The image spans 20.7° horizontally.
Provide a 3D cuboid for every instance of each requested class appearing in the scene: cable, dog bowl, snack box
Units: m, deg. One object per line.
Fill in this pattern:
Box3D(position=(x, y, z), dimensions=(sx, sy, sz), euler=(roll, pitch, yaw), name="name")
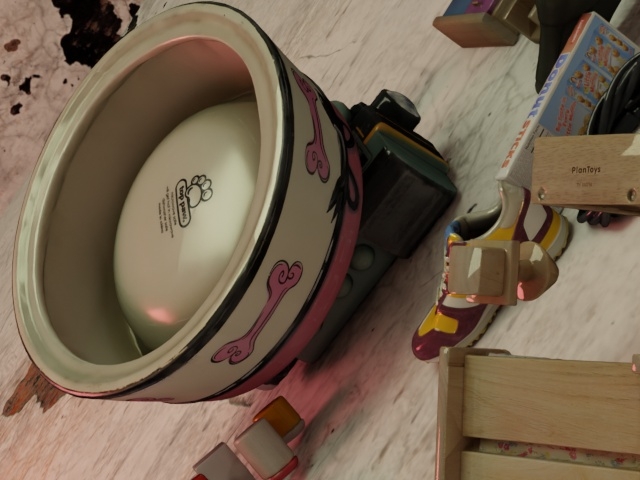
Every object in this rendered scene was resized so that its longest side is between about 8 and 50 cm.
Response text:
Box3D(position=(0.264, -0.094, 1.430), dimensions=(0.184, 0.047, 0.150), euler=(-42, 23, 33), name="cable")
Box3D(position=(-0.126, -0.021, 1.738), dimensions=(0.408, 0.150, 0.408), euler=(-24, 54, 39), name="dog bowl")
Box3D(position=(0.220, -0.112, 1.539), dimensions=(0.178, 0.064, 0.022), euler=(-61, 20, -15), name="snack box")

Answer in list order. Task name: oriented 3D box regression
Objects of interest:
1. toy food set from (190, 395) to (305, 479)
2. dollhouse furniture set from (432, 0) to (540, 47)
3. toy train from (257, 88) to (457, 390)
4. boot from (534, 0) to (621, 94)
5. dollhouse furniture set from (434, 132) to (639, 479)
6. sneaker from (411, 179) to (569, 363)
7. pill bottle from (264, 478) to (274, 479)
Box3D(position=(-0.088, 0.262, 1.674), dimensions=(0.232, 0.104, 0.111), euler=(-40, 3, -10), name="toy food set")
Box3D(position=(0.130, -0.367, 1.816), dimensions=(0.198, 0.303, 0.286), euler=(-59, 19, -6), name="dollhouse furniture set")
Box3D(position=(0.000, 0.000, 1.799), dimensions=(0.334, 0.142, 0.190), euler=(-52, 29, 12), name="toy train")
Box3D(position=(0.262, -0.228, 1.632), dimensions=(0.198, 0.137, 0.077), euler=(-28, 43, -32), name="boot")
Box3D(position=(0.240, 0.114, 1.158), dimensions=(0.303, 0.174, 0.355), euler=(0, 87, 53), name="dollhouse furniture set")
Box3D(position=(0.126, 0.025, 1.511), dimensions=(0.185, 0.084, 0.069), euler=(-48, 20, 20), name="sneaker")
Box3D(position=(-0.058, 0.279, 1.561), dimensions=(0.120, 0.067, 0.067), euler=(-54, 19, 6), name="pill bottle")
